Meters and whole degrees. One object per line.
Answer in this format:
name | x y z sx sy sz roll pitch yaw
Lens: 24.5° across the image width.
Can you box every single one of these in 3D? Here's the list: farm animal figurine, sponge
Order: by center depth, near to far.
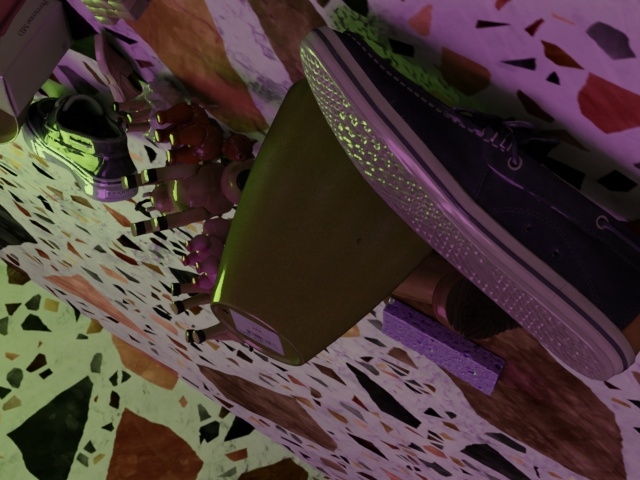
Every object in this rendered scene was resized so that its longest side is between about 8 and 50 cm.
farm animal figurine | -0.147 -0.043 2.016 0.327 0.172 0.330 28 125 59
sponge | 0.193 0.169 2.353 0.210 0.031 0.117 29 161 10

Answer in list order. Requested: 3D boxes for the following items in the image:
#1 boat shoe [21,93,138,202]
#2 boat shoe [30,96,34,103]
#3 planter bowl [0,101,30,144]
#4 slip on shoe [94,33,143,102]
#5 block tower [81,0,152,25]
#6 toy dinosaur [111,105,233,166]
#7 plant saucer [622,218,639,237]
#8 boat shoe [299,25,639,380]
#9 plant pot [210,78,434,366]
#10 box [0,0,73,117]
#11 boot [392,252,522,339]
boat shoe | -0.366 -0.173 2.285 0.335 0.121 0.119 35 129 47
boat shoe | -0.555 -0.267 2.426 0.170 0.063 0.059 38 155 -16
planter bowl | -0.524 -0.245 2.331 0.162 0.109 0.162 19 146 13
slip on shoe | -0.287 -0.245 2.083 0.041 0.051 0.135 -11 142 4
block tower | -0.295 -0.384 1.659 0.097 0.091 0.335 16 156 43
toy dinosaur | -0.197 -0.127 2.199 0.268 0.064 0.118 22 142 34
plant saucer | 0.458 0.063 1.626 0.258 0.047 0.259 37 161 -12
boat shoe | 0.179 -0.065 1.607 0.500 0.156 0.187 43 169 7
plant pot | 0.000 0.000 1.825 0.275 0.293 0.275 29 161 11
box | -0.492 -0.307 2.084 0.232 0.148 0.127 29 160 10
boot | 0.136 0.057 1.961 0.269 0.089 0.236 17 -176 39
